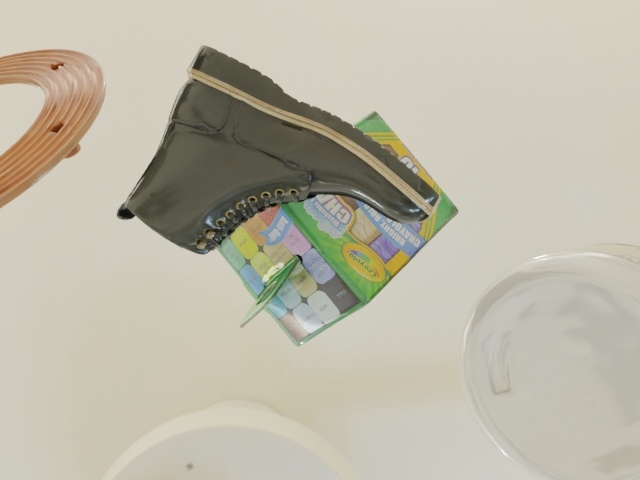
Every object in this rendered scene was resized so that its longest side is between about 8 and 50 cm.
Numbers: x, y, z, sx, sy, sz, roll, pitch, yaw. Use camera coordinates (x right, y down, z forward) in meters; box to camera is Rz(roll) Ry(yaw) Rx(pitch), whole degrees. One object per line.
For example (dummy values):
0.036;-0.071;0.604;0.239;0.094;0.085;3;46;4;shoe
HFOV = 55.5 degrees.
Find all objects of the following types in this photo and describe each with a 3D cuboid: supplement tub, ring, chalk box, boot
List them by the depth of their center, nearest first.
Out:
-0.032;-0.028;0.421;0.198;0.077;0.137;31;-87;17;boot
0.000;0.000;0.567;0.132;0.132;0.213;51;-129;1;chalk box
-0.356;-0.082;0.570;0.337;0.336;0.032;-20;-48;-3;ring
0.311;0.118;0.672;0.229;0.316;0.228;2;-87;34;supplement tub
